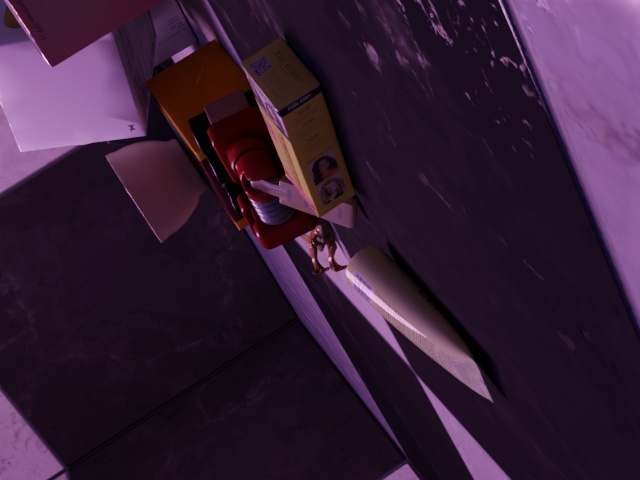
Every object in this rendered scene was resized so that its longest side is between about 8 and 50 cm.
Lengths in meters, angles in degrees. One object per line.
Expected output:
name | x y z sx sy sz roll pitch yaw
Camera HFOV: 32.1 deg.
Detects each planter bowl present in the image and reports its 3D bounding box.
planter bowl | -0.247 -0.092 1.743 0.162 0.109 0.162 57 174 10

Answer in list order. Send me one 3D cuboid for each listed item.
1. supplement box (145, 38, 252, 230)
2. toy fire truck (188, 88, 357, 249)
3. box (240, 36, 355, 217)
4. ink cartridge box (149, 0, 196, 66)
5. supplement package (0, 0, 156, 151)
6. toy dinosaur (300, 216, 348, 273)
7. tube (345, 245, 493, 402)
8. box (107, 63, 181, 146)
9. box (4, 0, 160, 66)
supplement box | -0.143 -0.161 1.703 0.191 0.129 0.194 52 172 38
toy fire truck | -0.048 -0.066 1.497 0.217 0.158 0.246 65 -179 -49
box | -0.022 -0.123 1.269 0.087 0.058 0.232 53 173 28
ink cartridge box | -0.346 -0.451 1.886 0.201 0.117 0.278 51 172 47
supplement package | -0.374 -0.302 1.689 0.198 0.199 0.262 80 -175 -45
toy dinosaur | 0.000 0.000 1.809 0.211 0.064 0.112 123 132 -73
tube | 0.120 0.095 1.313 0.070 0.062 0.240 3 -149 -40
box | -0.276 -0.235 1.926 0.261 0.184 0.103 -118 36 -66
box | -0.269 -0.339 1.297 0.127 0.232 0.148 52 172 39
